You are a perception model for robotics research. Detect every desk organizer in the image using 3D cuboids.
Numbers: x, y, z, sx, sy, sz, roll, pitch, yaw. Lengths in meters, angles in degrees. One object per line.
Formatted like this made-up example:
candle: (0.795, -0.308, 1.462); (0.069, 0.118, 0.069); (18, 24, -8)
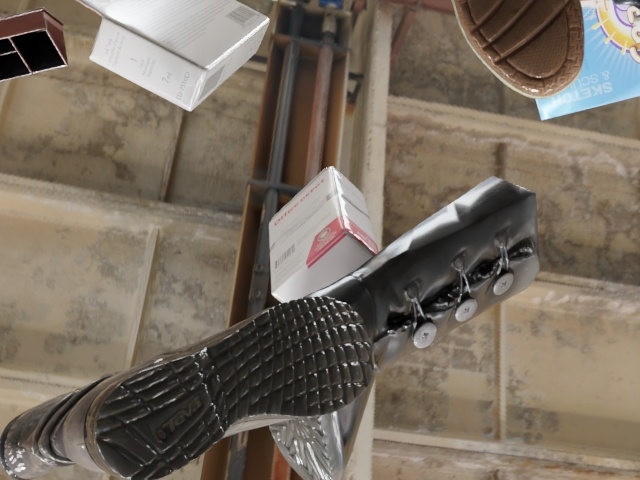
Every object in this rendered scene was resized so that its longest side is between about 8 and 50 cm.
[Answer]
desk organizer: (-0.345, -0.205, 0.787); (0.130, 0.047, 0.050); (-11, -96, 7)

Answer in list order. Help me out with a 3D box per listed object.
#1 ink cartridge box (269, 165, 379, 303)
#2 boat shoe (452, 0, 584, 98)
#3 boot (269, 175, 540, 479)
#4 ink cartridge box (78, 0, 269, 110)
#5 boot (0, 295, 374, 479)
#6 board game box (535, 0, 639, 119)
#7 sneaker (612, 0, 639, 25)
ink cartridge box: (0.000, 0.000, 1.167); (0.092, 0.158, 0.218); (39, -159, -26)
boat shoe: (0.152, -0.235, 0.628); (0.095, 0.095, 0.257); (-27, -101, 20)
boot: (0.131, 0.139, 1.086); (0.445, 0.367, 0.146); (-31, -127, -29)
ink cartridge box: (-0.227, -0.303, 0.966); (0.261, 0.066, 0.296); (29, -150, -3)
boot: (-0.124, 0.142, 0.726); (0.338, 0.223, 0.118); (-6, -99, -43)
board game box: (0.383, -0.294, 0.831); (0.242, 0.317, 0.064); (65, -151, -24)
sneaker: (0.279, -0.302, 0.657); (0.153, 0.094, 0.235); (-37, -69, 3)
